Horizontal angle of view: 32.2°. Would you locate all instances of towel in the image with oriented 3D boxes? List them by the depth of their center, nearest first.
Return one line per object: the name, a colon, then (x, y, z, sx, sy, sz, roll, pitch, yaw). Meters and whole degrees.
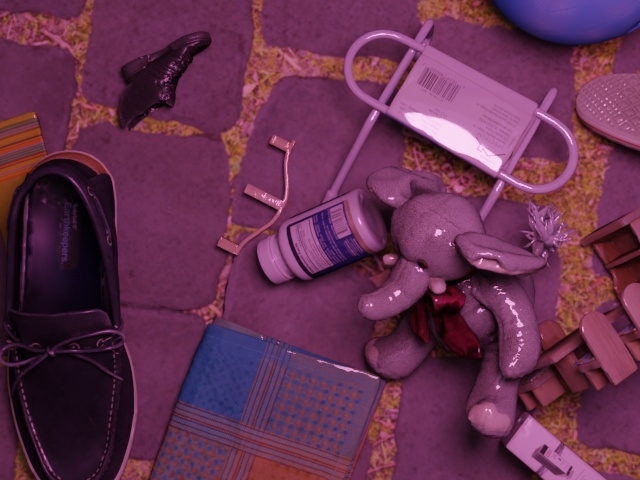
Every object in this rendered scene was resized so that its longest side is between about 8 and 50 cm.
towel: (-0.096, 0.321, 1.575, 0.272, 0.040, 0.370, 21, 88, 5)
towel: (-0.434, -0.065, 1.636, 0.102, 0.021, 0.237, -17, 86, 8)

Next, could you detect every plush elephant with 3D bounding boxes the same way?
plush elephant: (0.160, 0.049, 1.412, 0.330, 0.255, 0.272, -56, 40, 3)

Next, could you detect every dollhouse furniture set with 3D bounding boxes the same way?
dollhouse furniture set: (0.364, 0.088, 1.483, 0.242, 0.212, 0.161, -30, 85, -26)

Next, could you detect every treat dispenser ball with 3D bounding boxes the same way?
treat dispenser ball: (0.349, -0.406, 1.479, 0.288, 0.288, 0.288, 0, 85, 4)

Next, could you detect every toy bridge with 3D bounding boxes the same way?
toy bridge: (-0.080, -0.062, 1.609, 0.063, 0.026, 0.188, 27, 87, 3)

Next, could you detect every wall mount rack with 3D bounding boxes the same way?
wall mount rack: (0.166, -0.127, 1.555, 0.350, 0.130, 0.304, 30, 84, 5)

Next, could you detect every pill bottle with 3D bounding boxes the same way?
pill bottle: (0.000, 0.000, 1.551, 0.169, 0.094, 0.094, -23, 84, 22)

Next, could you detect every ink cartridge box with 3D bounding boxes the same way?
ink cartridge box: (0.317, 0.300, 1.518, 0.135, 0.099, 0.056, 40, 90, 7)

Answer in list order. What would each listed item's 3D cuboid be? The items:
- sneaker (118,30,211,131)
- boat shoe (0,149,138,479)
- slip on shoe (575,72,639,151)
sneaker: (-0.225, -0.233, 1.622, 0.170, 0.051, 0.089, -23, 84, 6)
boat shoe: (-0.355, 0.123, 1.539, 0.187, 0.156, 0.500, -1, 92, 1)
slip on shoe: (0.512, -0.140, 1.542, 0.331, 0.101, 0.123, 21, 65, 17)
